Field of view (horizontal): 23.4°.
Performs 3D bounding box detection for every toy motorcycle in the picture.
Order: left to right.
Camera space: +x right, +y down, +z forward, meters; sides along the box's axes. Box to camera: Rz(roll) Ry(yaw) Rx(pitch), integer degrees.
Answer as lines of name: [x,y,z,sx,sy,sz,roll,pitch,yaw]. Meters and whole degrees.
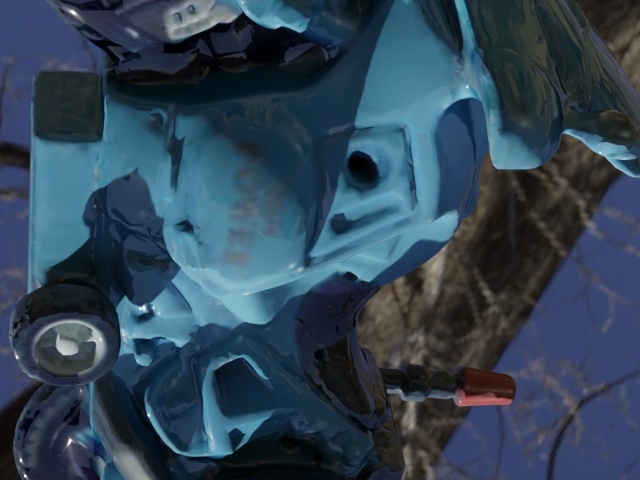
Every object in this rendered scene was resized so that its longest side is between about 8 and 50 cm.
toy motorcycle: [0.000,0.000,0.463,0.182,0.272,0.124,2,-144,-11]
